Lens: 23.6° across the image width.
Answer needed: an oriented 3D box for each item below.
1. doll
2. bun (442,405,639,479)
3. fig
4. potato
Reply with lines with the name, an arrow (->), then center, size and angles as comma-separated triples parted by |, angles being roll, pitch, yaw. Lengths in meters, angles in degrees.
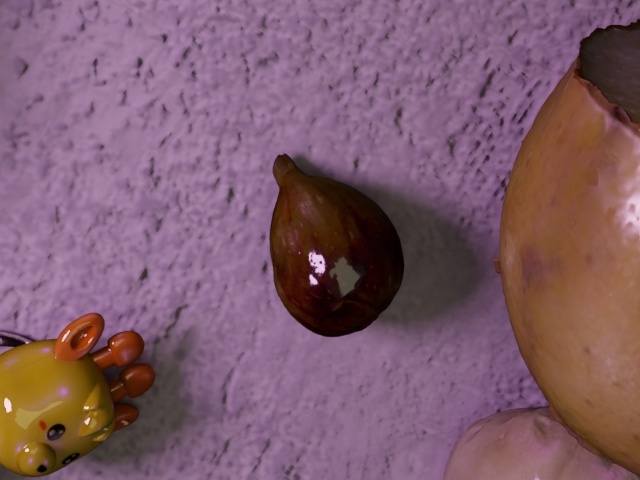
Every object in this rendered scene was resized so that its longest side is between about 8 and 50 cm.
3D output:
doll -> -0.240, 0.132, 1.228 | 0.220, 0.135, 0.143 | -21, 136, -7
bun -> 0.199, 0.203, 1.264 | 0.178, 0.193, 0.128 | 33, 75, -32
fig -> 0.000, 0.000, 1.228 | 0.109, 0.103, 0.155 | -37, 76, 3
potato -> 0.335, 0.040, 1.148 | 0.442, 0.385, 0.319 | 16, 117, -10
